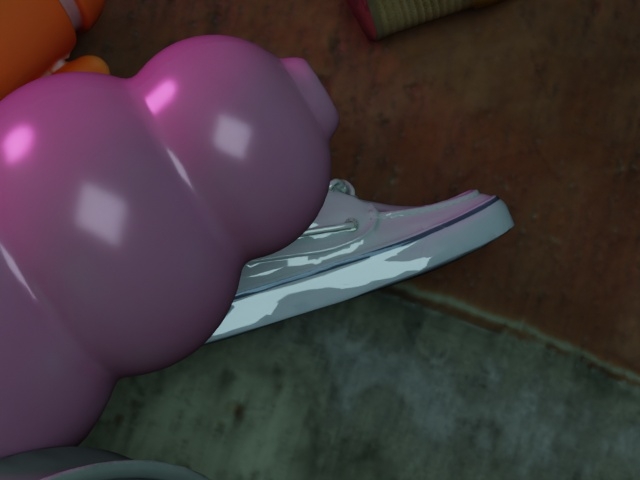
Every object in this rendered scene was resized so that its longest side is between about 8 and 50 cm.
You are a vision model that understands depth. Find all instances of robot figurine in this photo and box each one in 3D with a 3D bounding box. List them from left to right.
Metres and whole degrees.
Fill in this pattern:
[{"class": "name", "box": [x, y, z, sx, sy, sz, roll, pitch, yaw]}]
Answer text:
[{"class": "robot figurine", "box": [-0.219, -0.140, 0.879, 0.158, 0.128, 0.219, 31, 72, 32]}]

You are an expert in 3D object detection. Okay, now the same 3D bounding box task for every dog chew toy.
[{"class": "dog chew toy", "box": [-0.140, 0.001, 0.797, 0.331, 0.206, 0.207, -32, 88, 1]}]

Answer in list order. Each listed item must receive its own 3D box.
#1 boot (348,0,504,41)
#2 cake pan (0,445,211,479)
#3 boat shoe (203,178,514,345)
[{"class": "boot", "box": [0.085, -0.290, 0.933, 0.211, 0.104, 0.295, -28, 126, -8]}, {"class": "cake pan", "box": [-0.164, 0.235, 0.770, 0.293, 0.293, 0.054, -43, 48, -16]}, {"class": "boat shoe", "box": [0.000, 0.000, 0.919, 0.258, 0.095, 0.084, -18, 88, -15]}]
